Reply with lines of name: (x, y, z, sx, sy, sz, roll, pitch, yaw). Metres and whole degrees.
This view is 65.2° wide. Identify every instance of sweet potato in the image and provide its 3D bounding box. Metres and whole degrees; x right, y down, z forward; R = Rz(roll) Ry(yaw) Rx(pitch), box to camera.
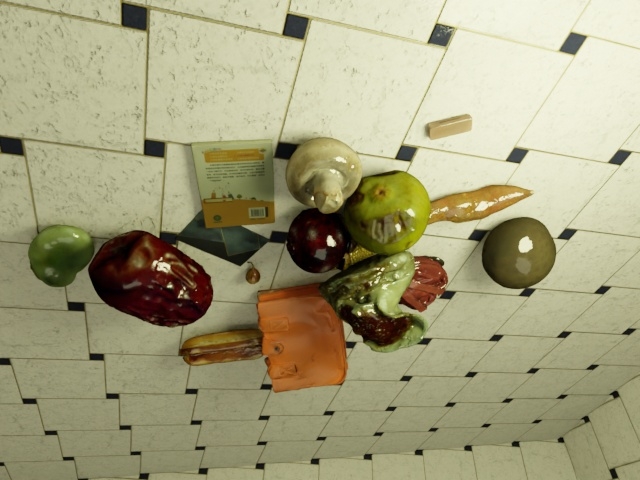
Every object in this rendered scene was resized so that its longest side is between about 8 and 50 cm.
sweet potato: (0.447, -0.103, 1.504, 0.355, 0.095, 0.106, -12, -177, 6)

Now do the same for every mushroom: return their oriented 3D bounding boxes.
mushroom: (0.012, -0.155, 1.288, 0.204, 0.204, 0.204, -5, 138, -5)

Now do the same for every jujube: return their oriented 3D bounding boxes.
jujube: (-0.485, 0.116, 1.470, 0.258, 0.258, 0.377, -28, 147, 20)

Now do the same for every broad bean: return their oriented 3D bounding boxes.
broad bean: (-0.753, 0.039, 1.444, 0.228, 0.100, 0.169, -43, 137, 16)

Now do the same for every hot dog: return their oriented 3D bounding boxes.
hot dog: (-0.372, 0.398, 1.898, 0.338, 0.100, 0.135, -7, 129, -5)

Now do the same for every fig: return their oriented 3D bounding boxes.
fig: (0.194, -0.067, 1.401, 0.240, 0.239, 0.271, -21, 153, 12)
fig: (-0.225, 0.106, 1.648, 0.050, 0.050, 0.083, -7, 119, -2)

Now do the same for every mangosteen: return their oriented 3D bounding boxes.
mangosteen: (0.000, 0.000, 1.463, 0.210, 0.209, 0.209, -5, 138, -5)

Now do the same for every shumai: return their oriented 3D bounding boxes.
shumai: (0.168, 0.207, 1.554, 0.330, 0.288, 0.292, -25, -178, 45)

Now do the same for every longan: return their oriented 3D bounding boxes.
longan: (0.640, 0.036, 1.606, 0.248, 0.248, 0.248, -5, 138, -5)

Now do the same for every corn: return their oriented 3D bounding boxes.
corn: (0.119, 0.020, 1.580, 0.260, 0.091, 0.091, -22, 168, 12)

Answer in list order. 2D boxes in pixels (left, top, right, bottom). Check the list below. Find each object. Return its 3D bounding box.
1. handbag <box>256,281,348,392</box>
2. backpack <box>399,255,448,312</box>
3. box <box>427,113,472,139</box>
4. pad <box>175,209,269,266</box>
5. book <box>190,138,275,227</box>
handbag: (-0.066, 0.352, 1.798, 0.304, 0.116, 0.409, -8, 117, -4)
backpack: (0.317, 0.140, 1.708, 0.229, 0.138, 0.229, -7, 139, -6)
box: (0.341, -0.299, 1.319, 0.115, 0.025, 0.048, -13, 143, 4)
pad: (-0.298, -0.004, 1.541, 0.243, 0.004, 0.164, 27, 126, -33)
book: (-0.231, -0.149, 1.379, 0.208, 0.020, 0.295, -4, 137, -7)
